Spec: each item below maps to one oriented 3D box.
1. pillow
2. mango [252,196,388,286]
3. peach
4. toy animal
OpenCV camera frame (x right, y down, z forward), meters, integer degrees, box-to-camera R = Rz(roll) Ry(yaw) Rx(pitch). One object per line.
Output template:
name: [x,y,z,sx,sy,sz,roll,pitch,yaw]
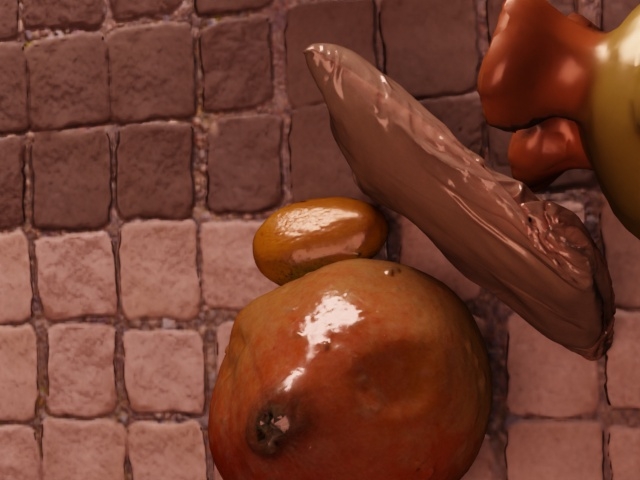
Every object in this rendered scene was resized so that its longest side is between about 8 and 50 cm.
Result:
pillow: [0.100,-0.025,1.040,0.270,0.173,0.067,39,78,20]
mango: [0.000,0.000,1.124,0.114,0.079,0.057,-11,127,29]
peach: [0.012,0.114,1.038,0.232,0.232,0.233,0,91,24]
toy animal: [0.287,-0.070,0.932,0.338,0.216,0.191,24,73,27]
